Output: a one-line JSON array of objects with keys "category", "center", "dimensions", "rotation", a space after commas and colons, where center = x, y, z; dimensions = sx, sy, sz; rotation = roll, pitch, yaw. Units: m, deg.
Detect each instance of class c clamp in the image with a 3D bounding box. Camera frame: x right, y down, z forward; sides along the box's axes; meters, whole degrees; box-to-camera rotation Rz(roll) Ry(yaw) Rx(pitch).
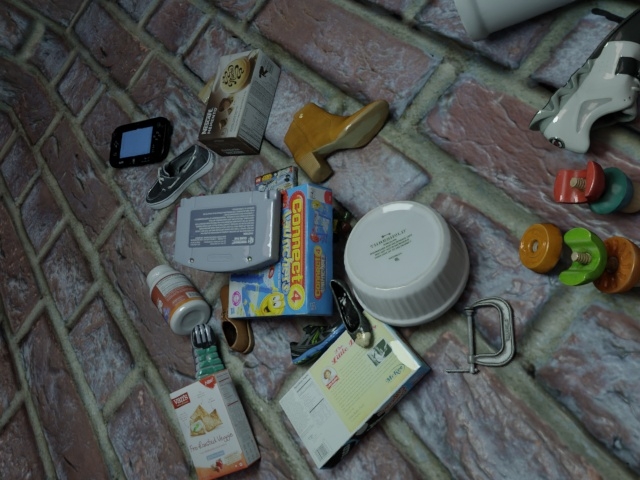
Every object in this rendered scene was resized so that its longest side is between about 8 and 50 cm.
[{"category": "c clamp", "center": [0.323, 0.192, 1.052], "dimensions": [0.137, 0.022, 0.161], "rotation": [-3, 72, 34]}]

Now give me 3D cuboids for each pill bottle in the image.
[{"category": "pill bottle", "center": [-0.420, 0.166, 1.504], "dimensions": [0.216, 0.121, 0.121], "rotation": [41, 97, 38]}]

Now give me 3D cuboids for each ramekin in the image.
[{"category": "ramekin", "center": [0.175, 0.037, 1.111], "dimensions": [0.272, 0.127, 0.273], "rotation": [-13, 56, 21]}]

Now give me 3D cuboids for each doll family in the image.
[{"category": "doll family", "center": [0.000, 0.000, 1.311], "dimensions": [0.111, 0.076, 0.193], "rotation": [45, 111, 35]}]

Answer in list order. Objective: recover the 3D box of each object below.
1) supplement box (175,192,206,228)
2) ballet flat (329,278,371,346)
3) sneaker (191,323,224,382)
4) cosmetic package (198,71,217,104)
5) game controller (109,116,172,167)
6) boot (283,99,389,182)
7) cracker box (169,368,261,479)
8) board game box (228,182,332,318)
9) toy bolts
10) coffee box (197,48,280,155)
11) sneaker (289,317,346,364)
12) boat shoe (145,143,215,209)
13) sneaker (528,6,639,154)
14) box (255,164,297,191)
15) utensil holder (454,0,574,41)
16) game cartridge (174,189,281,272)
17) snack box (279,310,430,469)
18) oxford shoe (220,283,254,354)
[{"category": "supplement box", "center": [-0.305, -0.050, 1.462], "dimensions": [0.104, 0.188, 0.081], "rotation": [-20, 63, 27]}, {"category": "ballet flat", "center": [0.061, 0.161, 1.150], "dimensions": [0.057, 0.049, 0.173], "rotation": [-41, 55, 21]}, {"category": "sneaker", "center": [-0.307, 0.341, 1.410], "dimensions": [0.098, 0.083, 0.224], "rotation": [144, 119, -66]}, {"category": "cosmetic package", "center": [-0.360, -0.517, 1.766], "dimensions": [0.115, 0.041, 0.060], "rotation": [-48, 54, 10]}, {"category": "game controller", "center": [-0.667, -0.355, 1.899], "dimensions": [0.318, 0.067, 0.167], "rotation": [-2, 72, 34]}, {"category": "boot", "center": [0.027, -0.317, 1.391], "dimensions": [0.295, 0.104, 0.211], "rotation": [-43, 55, 19]}, {"category": "cracker box", "center": [-0.263, 0.457, 1.280], "dimensions": [0.155, 0.067, 0.233], "rotation": [-29, 78, 23]}, {"category": "board game box", "center": [-0.105, 0.039, 1.297], "dimensions": [0.301, 0.086, 0.309], "rotation": [-11, 74, 44]}, {"category": "toy bolts", "center": [0.510, -0.021, 0.968], "dimensions": [0.218, 0.158, 0.229], "rotation": [-176, 97, -76]}, {"category": "coffee box", "center": [-0.251, -0.423, 1.608], "dimensions": [0.168, 0.118, 0.298], "rotation": [5, 75, 34]}, {"category": "sneaker", "center": [-0.004, 0.227, 1.232], "dimensions": [0.188, 0.067, 0.078], "rotation": [-36, 63, 22]}, {"category": "boat shoe", "center": [-0.486, -0.212, 1.700], "dimensions": [0.301, 0.102, 0.108], "rotation": [-31, 58, 21]}, {"category": "sneaker", "center": [0.581, -0.309, 1.020], "dimensions": [0.146, 0.122, 0.331], "rotation": [42, 98, 19]}, {"category": "box", "center": [-0.128, -0.152, 1.482], "dimensions": [0.136, 0.027, 0.094], "rotation": [-13, 67, 30]}, {"category": "utensil holder", "center": [0.467, -0.650, 1.081], "dimensions": [0.385, 0.327, 0.328], "rotation": [-14, 65, 28]}, {"category": "game cartridge", "center": [-0.231, -0.018, 1.278], "dimensions": [0.293, 0.060, 0.196], "rotation": [-2, 77, 26]}, {"category": "snack box", "center": [0.067, 0.324, 1.151], "dimensions": [0.322, 0.060, 0.187], "rotation": [-48, 52, 10]}, {"category": "oxford shoe", "center": [-0.239, 0.202, 1.398], "dimensions": [0.076, 0.076, 0.212], "rotation": [-38, 54, 19]}]
